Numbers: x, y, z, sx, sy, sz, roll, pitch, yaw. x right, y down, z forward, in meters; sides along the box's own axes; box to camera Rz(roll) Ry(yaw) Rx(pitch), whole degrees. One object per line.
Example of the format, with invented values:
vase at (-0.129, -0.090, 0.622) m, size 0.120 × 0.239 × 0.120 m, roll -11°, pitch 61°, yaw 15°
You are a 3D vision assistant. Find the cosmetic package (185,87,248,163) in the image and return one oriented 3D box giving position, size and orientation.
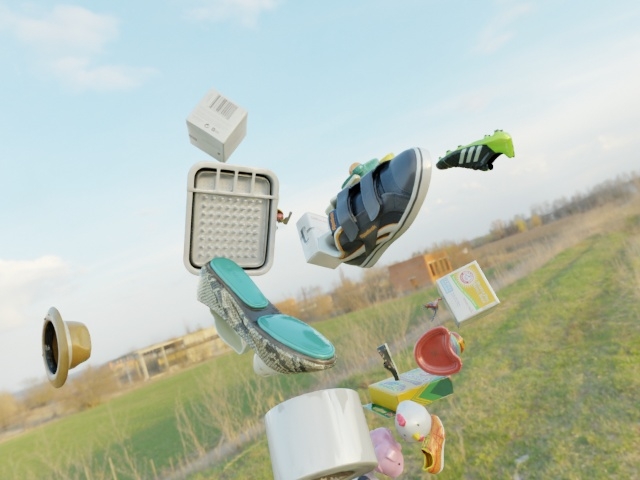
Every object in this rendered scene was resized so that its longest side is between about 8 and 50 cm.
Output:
cosmetic package at (-0.353, -0.389, 1.651) m, size 0.151 × 0.151 × 0.184 m, roll -58°, pitch 1°, yaw -18°

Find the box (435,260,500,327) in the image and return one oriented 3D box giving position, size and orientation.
box at (0.355, 0.137, 1.165) m, size 0.103 × 0.114 × 0.203 m, roll -28°, pitch -19°, yaw 7°

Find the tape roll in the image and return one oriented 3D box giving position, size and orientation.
tape roll at (-0.001, 0.480, 1.137) m, size 0.246 × 0.169 × 0.246 m, roll -11°, pitch -35°, yaw -8°

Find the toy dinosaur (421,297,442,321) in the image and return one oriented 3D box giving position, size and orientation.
toy dinosaur at (0.309, 0.177, 1.326) m, size 0.090 × 0.047 × 0.082 m, roll -55°, pitch -13°, yaw -17°

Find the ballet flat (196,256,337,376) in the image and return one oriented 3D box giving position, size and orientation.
ballet flat at (-0.158, 0.225, 1.210) m, size 0.164 × 0.482 × 0.182 m, roll 2°, pitch -64°, yaw -52°

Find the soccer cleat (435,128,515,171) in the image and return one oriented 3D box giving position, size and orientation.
soccer cleat at (0.327, -0.175, 1.026) m, size 0.060 × 0.072 × 0.178 m, roll -15°, pitch -4°, yaw -44°

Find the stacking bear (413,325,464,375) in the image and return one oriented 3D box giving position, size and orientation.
stacking bear at (0.479, 0.420, 1.863) m, size 0.164 × 0.176 × 0.289 m, roll -26°, pitch -15°, yaw 24°

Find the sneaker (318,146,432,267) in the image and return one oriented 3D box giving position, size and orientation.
sneaker at (0.091, -0.054, 0.919) m, size 0.127 × 0.126 × 0.321 m, roll 10°, pitch -41°, yaw -16°

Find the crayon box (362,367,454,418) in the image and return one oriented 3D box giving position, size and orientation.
crayon box at (0.335, 0.596, 1.889) m, size 0.318 × 0.081 × 0.202 m, roll -10°, pitch 0°, yaw -28°

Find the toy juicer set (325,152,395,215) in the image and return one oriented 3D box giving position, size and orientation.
toy juicer set at (0.094, -0.162, 1.389) m, size 0.209 × 0.089 × 0.329 m, roll -44°, pitch -10°, yaw 33°

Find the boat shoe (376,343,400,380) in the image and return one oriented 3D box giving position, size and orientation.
boat shoe at (0.230, 0.414, 1.613) m, size 0.042 × 0.133 × 0.049 m, roll -25°, pitch 1°, yaw 2°

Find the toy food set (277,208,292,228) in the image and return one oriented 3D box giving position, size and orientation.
toy food set at (-0.226, -0.088, 2.027) m, size 0.217 × 0.071 × 0.128 m, roll 12°, pitch -29°, yaw -21°

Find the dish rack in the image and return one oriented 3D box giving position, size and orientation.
dish rack at (-0.274, -0.061, 1.449) m, size 0.285 × 0.333 × 0.072 m, roll 2°, pitch 3°, yaw -31°

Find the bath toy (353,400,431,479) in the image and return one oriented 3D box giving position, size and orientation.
bath toy at (0.154, 0.573, 1.266) m, size 0.348 × 0.151 × 0.129 m, roll -48°, pitch -33°, yaw 8°

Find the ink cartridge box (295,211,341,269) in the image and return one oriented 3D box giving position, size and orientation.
ink cartridge box at (0.000, 0.000, 2.008) m, size 0.158 × 0.218 × 0.092 m, roll 16°, pitch -46°, yaw -36°

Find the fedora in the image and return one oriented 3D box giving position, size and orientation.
fedora at (-0.582, 0.241, 1.105) m, size 0.079 × 0.194 × 0.194 m, roll -1°, pitch -16°, yaw -42°

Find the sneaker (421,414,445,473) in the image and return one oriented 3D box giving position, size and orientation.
sneaker at (0.352, 0.639, 1.511) m, size 0.067 × 0.175 × 0.064 m, roll 19°, pitch -32°, yaw -21°
